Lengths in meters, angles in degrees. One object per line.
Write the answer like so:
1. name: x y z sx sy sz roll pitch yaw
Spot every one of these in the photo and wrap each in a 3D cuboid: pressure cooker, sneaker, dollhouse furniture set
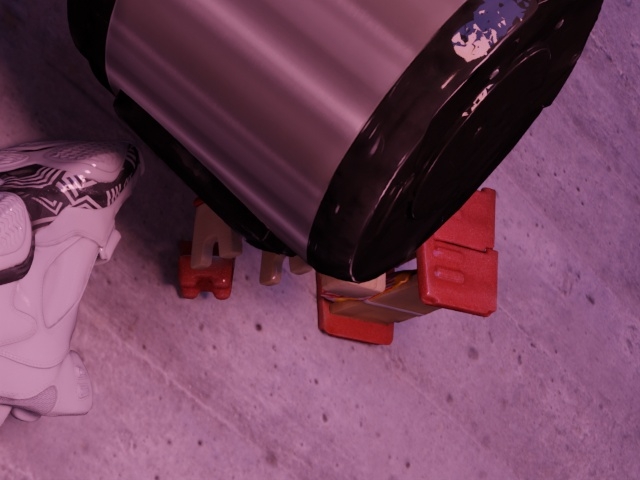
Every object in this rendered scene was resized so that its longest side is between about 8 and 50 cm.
1. pressure cooker: -0.011 -0.216 1.115 0.420 0.370 0.375 41 59 13
2. sneaker: -0.260 0.036 1.137 0.366 0.137 0.210 -48 136 -64
3. dollhouse furniture set: 0.000 0.000 1.378 0.374 0.201 0.152 14 67 -36
